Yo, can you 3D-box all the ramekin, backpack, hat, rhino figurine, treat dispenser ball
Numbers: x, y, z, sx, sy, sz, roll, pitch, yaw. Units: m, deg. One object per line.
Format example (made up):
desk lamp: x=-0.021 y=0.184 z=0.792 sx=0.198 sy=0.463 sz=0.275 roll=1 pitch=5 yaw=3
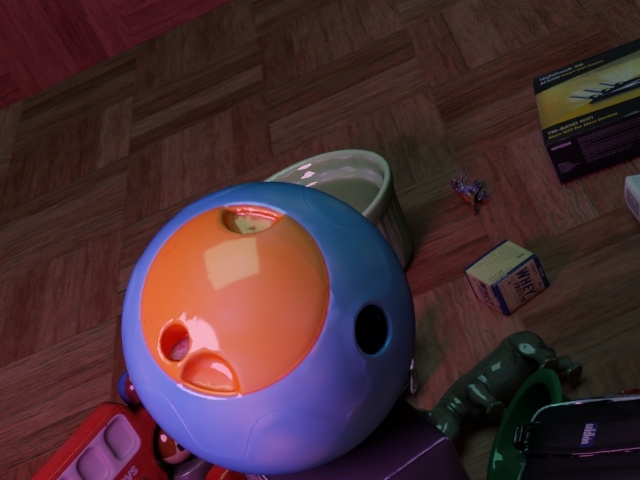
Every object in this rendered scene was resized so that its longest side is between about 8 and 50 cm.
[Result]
ramekin: x=0.000 y=0.000 z=2.224 sx=0.303 sy=0.148 sz=0.303 roll=-21 pitch=29 yaw=12
backpack: x=0.342 y=0.272 z=1.432 sx=0.253 sy=0.191 sz=0.225 roll=-18 pitch=38 yaw=38
hat: x=0.325 y=0.255 z=1.657 sx=0.173 sy=0.183 sz=0.208 roll=-101 pitch=33 yaw=-67
rhino figurine: x=0.212 y=0.203 z=1.789 sx=0.243 sy=0.073 sz=0.106 roll=-35 pitch=33 yaw=-10
treat dispenser ball: x=-0.051 y=0.085 z=1.364 sx=0.288 sy=0.288 sz=0.288 roll=-21 pitch=29 yaw=12

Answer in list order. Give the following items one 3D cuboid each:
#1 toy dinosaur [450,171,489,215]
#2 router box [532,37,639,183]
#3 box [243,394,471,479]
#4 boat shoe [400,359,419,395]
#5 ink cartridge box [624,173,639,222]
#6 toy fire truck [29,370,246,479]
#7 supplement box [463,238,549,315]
toy dinosaur: x=0.235 y=-0.080 z=2.269 sx=0.082 sy=0.047 sz=0.090 roll=-18 pitch=35 yaw=57
router box: x=0.506 y=-0.231 z=2.233 sx=0.309 sy=0.081 sz=0.243 roll=-20 pitch=29 yaw=14
box: x=0.059 y=0.303 z=1.526 sx=0.183 sy=0.296 sz=0.294 roll=-34 pitch=30 yaw=-11
boat shoe: x=0.088 y=0.184 z=1.903 sx=0.079 sy=0.095 sz=0.254 roll=-10 pitch=35 yaw=33
ink cartridge box: x=0.562 y=-0.051 z=1.945 sx=0.225 sy=0.056 sz=0.181 roll=-9 pitch=29 yaw=-4
toy fire truck: x=-0.221 y=0.307 z=1.804 sx=0.169 sy=0.254 sz=0.302 roll=3 pitch=41 yaw=43
supplement box: x=0.268 y=0.053 z=2.001 sx=0.083 sy=0.056 sz=0.083 roll=-35 pitch=29 yaw=-13
